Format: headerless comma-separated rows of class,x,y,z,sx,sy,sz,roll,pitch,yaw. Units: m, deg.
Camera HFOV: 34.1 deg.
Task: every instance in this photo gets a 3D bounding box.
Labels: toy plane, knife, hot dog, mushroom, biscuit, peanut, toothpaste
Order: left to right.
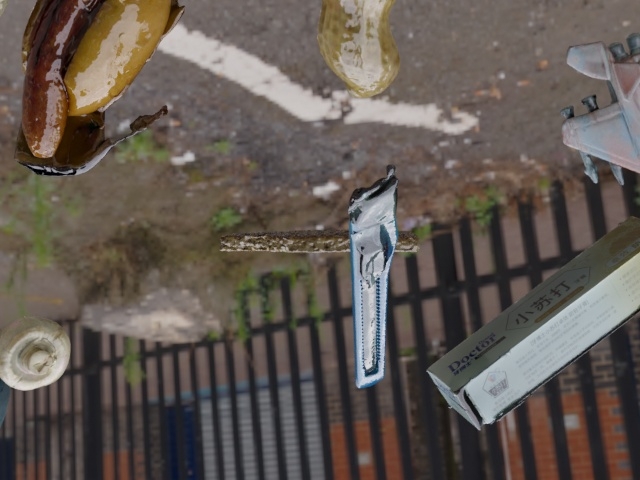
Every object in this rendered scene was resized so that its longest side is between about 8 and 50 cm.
mushroom,-0.313,0.123,1.134,0.083,0.084,0.067,2,-174,-29
hot dog,-0.263,-0.229,1.201,0.194,0.326,0.107,16,176,27
biscuit,-0.005,0.000,1.229,0.236,0.026,0.131,0,-179,1
peanut,0.038,-0.228,1.022,0.089,0.089,0.193,-5,126,-1
knife,0.047,0.046,0.921,0.044,0.026,0.296,-25,142,-17
toothpaste,0.273,0.093,1.193,0.313,0.071,0.089,-36,-159,-7
toy plane,0.390,-0.098,1.192,0.223,0.326,0.104,-27,-156,-8

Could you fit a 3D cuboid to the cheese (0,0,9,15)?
cheese,-0.404,-0.381,1.258,0.093,0.159,0.263,12,136,-20

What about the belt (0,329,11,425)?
belt,-0.515,0.178,1.373,0.206,0.268,0.116,10,164,-3
